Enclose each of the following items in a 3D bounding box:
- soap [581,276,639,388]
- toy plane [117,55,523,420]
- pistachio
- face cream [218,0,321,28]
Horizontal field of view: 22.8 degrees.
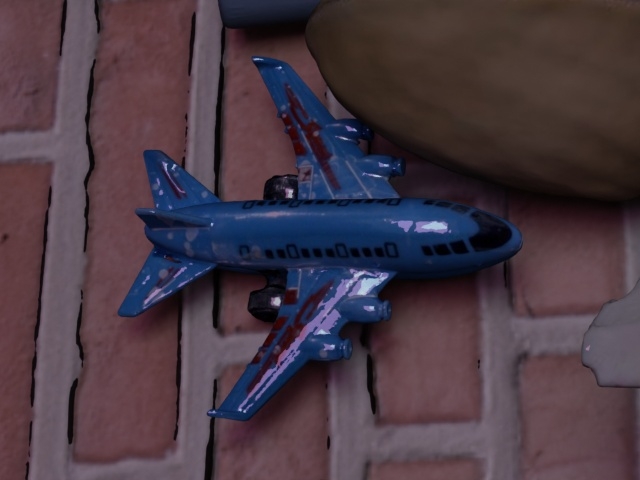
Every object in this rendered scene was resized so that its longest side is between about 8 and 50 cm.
[{"bbox_3d":[0.289,-0.048,0.903,0.159,0.258,0.302,4,89,43],"label":"soap"},{"bbox_3d":[0.000,0.000,1.063,0.271,0.105,0.254,4,73,10],"label":"toy plane"},{"bbox_3d":[0.135,-0.122,1.019,0.288,0.197,0.166,15,70,-16],"label":"pistachio"},{"bbox_3d":[0.117,-0.207,1.126,0.385,0.086,0.135,-7,81,3],"label":"face cream"}]
